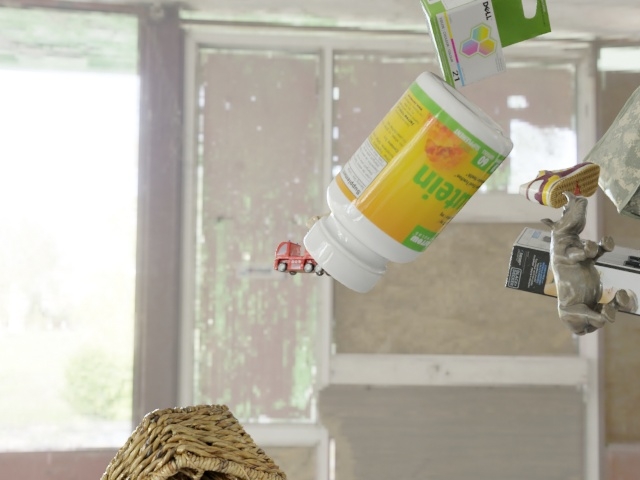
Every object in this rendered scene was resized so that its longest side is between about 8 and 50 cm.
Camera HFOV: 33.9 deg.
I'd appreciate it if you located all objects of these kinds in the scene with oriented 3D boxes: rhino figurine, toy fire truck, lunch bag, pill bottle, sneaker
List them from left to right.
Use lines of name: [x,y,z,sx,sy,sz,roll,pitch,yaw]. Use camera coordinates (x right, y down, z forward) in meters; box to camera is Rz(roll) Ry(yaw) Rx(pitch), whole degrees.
toy fire truck: [0.000,0.000,2.044,0.192,0.135,0.047,0,-12,33]
pill bottle: [0.094,-0.061,1.215,0.136,0.245,0.136,37,16,-12]
sneaker: [0.441,-0.110,1.924,0.084,0.069,0.185,19,25,40]
rhino figurine: [0.393,0.031,1.600,0.073,0.243,0.106,9,-30,-29]
lunch bag: [0.709,-0.194,2.155,0.169,0.287,0.235,23,24,-21]

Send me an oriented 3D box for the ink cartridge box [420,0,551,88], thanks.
ink cartridge box: [0.357,-0.449,2.184,0.255,0.188,0.097,-19,38,5]

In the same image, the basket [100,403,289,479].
basket: [-0.214,0.436,1.636,0.213,0.299,0.223,5,29,-47]

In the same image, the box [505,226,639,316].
box: [0.502,0.059,1.936,0.290,0.087,0.169,13,15,17]
